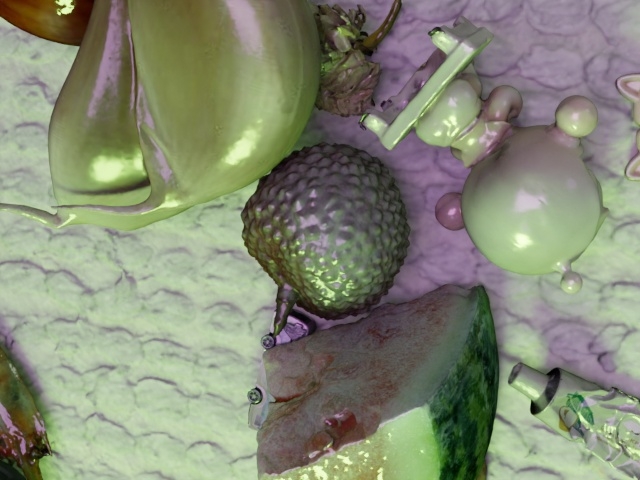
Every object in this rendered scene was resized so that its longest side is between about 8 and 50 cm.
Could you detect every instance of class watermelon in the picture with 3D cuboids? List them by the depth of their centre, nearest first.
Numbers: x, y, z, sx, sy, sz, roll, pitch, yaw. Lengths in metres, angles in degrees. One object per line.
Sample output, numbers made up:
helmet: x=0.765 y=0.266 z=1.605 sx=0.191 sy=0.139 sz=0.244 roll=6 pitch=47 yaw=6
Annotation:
watermelon: x=0.053 y=0.185 z=1.085 sx=0.231 sy=0.193 sz=0.310 roll=20 pitch=113 yaw=-10

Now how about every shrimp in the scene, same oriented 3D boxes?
shrimp: x=-0.376 y=0.189 z=1.284 sx=0.115 sy=0.051 sz=0.217 roll=-41 pitch=83 yaw=23

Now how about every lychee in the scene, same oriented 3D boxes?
lychee: x=0.000 y=0.000 z=1.085 sx=0.165 sy=0.165 sz=0.197 roll=36 pitch=72 yaw=12

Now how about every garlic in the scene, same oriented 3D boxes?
garlic: x=-0.134 y=-0.123 z=1.055 sx=0.231 sy=0.245 sz=0.340 roll=36 pitch=100 yaw=47

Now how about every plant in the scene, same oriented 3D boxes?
plant: x=0.032 y=-0.188 z=1.121 sx=0.122 sy=0.104 sz=0.117 roll=-28 pitch=126 yaw=-12

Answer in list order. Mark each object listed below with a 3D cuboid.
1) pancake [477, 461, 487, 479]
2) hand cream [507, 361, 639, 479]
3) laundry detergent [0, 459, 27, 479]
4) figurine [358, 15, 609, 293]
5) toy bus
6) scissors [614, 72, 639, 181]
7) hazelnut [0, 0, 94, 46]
pancake: x=0.074 y=0.235 z=1.157 sx=0.190 sy=0.020 sz=0.184 roll=-7 pitch=93 yaw=17
hand cream: x=0.291 y=0.189 z=1.069 sx=0.257 sy=0.050 sz=0.084 roll=28 pitch=104 yaw=7
laundry detergent: x=-0.373 y=0.350 z=1.267 sx=0.144 sy=0.078 sz=0.222 roll=13 pitch=115 yaw=25
figurine: x=0.170 y=-0.072 z=1.040 sx=0.182 sy=0.144 sz=0.257 roll=-44 pitch=84 yaw=13
toy bus: x=-0.041 y=0.136 z=1.177 sx=0.052 sy=0.037 sz=0.131 roll=17 pitch=100 yaw=14
scissors: x=0.428 y=-0.117 z=1.011 sx=0.317 sy=0.024 sz=0.160 roll=-5 pitch=92 yaw=18
hazelnut: x=-0.237 y=-0.301 z=1.147 sx=0.181 sy=0.180 sz=0.212 roll=16 pitch=98 yaw=48
